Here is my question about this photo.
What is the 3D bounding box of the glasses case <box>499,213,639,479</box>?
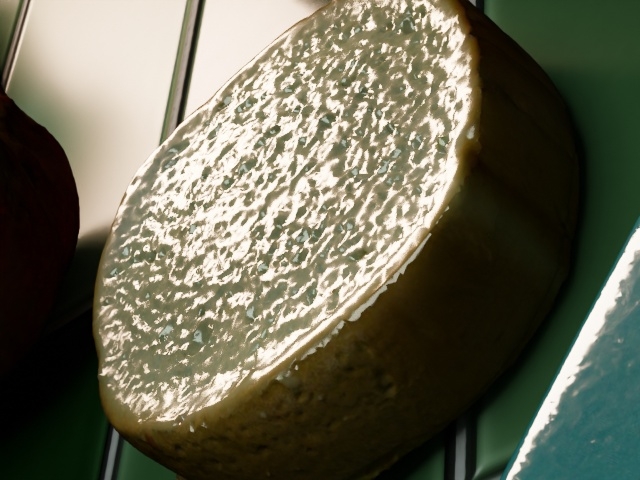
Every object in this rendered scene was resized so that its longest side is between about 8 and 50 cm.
[{"bbox_3d":[0.098,0.092,0.454,0.301,0.070,0.117,-62,25,-8],"label":"glasses case"}]

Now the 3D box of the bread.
[{"bbox_3d":[0.000,0.000,0.673,0.236,0.070,0.236,-34,35,29],"label":"bread"}]

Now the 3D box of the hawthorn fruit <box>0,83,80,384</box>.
[{"bbox_3d":[-0.251,0.016,0.884,0.261,0.224,0.224,-58,26,27],"label":"hawthorn fruit"}]
